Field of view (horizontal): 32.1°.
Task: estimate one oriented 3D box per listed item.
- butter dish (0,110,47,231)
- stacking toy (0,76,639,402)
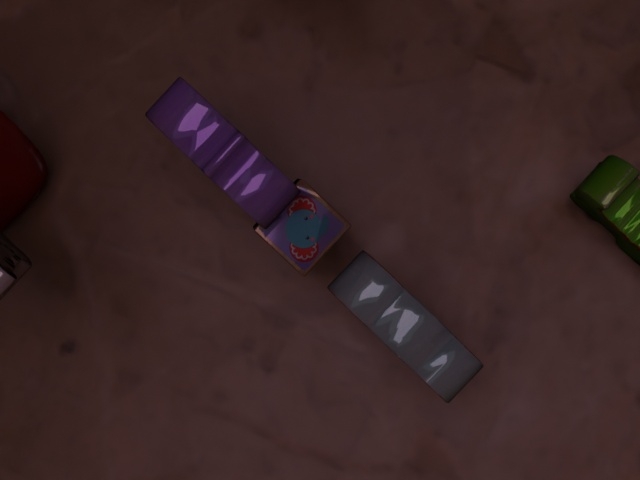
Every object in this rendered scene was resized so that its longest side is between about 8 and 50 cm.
[{"bbox_3d":[-0.202,-0.032,0.364,0.160,0.160,0.118,-41,57,0],"label":"butter dish"},{"bbox_3d":[0.000,0.000,0.347,0.221,0.052,0.167,42,90,-6],"label":"stacking toy"}]
